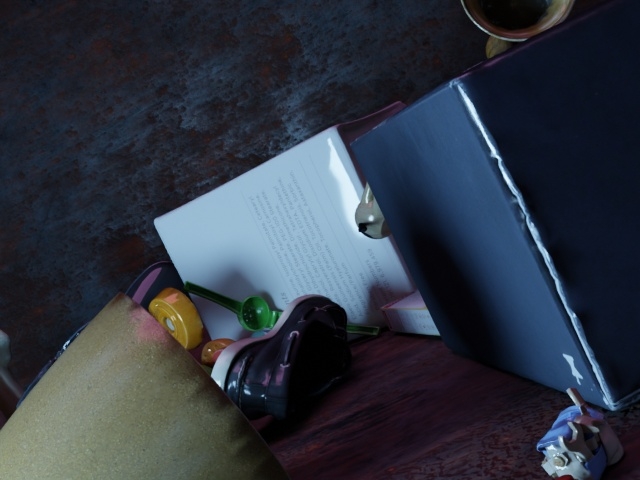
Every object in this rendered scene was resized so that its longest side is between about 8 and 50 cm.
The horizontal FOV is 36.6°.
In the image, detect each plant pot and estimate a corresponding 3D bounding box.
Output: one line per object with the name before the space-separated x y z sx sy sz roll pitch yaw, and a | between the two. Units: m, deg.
plant pot | -0.189 0.214 0.808 0.254 0.237 0.237 -41 8 -18

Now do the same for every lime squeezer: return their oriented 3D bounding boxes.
lime squeezer | -0.064 0.113 1.523 0.310 0.059 0.110 15 -34 -7

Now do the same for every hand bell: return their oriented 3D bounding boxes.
hand bell | 0.223 -0.256 1.150 0.126 0.126 0.242 -25 -10 2

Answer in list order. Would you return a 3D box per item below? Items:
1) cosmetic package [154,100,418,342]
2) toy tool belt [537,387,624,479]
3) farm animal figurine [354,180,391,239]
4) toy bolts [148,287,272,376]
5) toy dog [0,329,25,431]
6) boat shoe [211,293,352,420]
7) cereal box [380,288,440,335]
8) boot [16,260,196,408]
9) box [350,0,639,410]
cosmetic package | 0.000 0.000 1.699 0.393 0.327 0.329 -25 3 28
toy tool belt | 0.163 0.133 0.634 0.052 0.051 0.083 -24 4 35
farm animal figurine | 0.228 -0.066 1.462 0.330 0.172 0.327 8 37 7
toy bolts | -0.124 0.149 1.458 0.228 0.218 0.158 -2 21 46
toy dog | -0.647 0.343 1.597 0.395 0.285 0.408 -26 5 -1
boat shoe | -0.017 0.154 1.279 0.113 0.127 0.340 8 9 23
cereal box | 0.199 0.078 1.362 0.173 0.047 0.240 -25 2 -13
boot | -0.329 0.164 1.603 0.445 0.146 0.367 105 -169 -76
box | 0.330 -0.093 0.966 0.471 0.297 0.480 -28 3 -8
